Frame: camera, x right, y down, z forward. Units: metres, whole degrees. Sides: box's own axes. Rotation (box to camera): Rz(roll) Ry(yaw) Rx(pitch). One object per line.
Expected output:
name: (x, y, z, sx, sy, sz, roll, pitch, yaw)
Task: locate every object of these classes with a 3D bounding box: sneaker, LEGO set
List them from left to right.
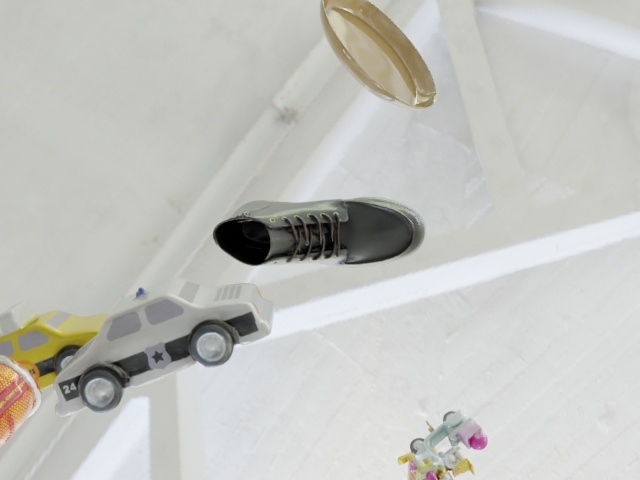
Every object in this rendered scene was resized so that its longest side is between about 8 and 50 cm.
sneaker: (-0.249, 0.126, 0.528, 0.175, 0.064, 0.067, -36, -172, 30)
sneaker: (0.000, 0.000, 0.920, 0.222, 0.118, 0.083, 0, -80, 11)
LEGO set: (0.178, 0.325, 1.019, 0.132, 0.287, 0.107, -35, -134, -1)

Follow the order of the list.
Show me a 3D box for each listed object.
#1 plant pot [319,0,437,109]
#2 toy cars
plant pot: (0.082, -0.283, 1.276, 0.032, 0.236, 0.236, -39, -129, 32)
toy cars: (-0.212, 0.087, 0.767, 0.394, 0.087, 0.176, -14, -167, 42)
